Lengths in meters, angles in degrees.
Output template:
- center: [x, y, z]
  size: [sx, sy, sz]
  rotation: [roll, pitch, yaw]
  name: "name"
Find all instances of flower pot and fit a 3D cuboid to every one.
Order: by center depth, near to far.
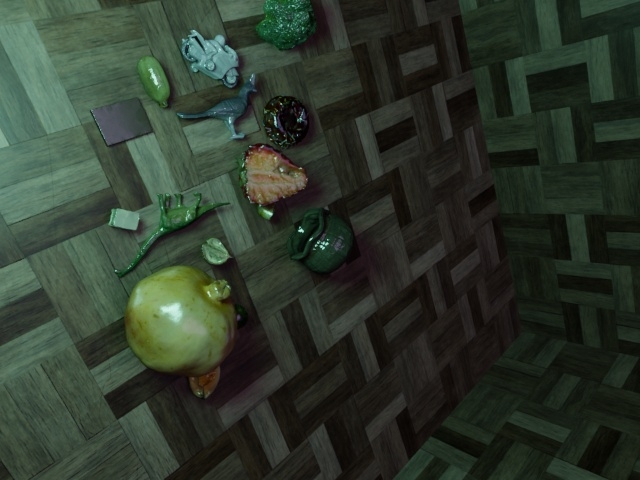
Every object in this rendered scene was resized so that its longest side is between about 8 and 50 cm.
- center: [0.000, 0.000, 2.056]
  size: [0.213, 0.302, 0.301]
  rotation: [31, 74, -24]
  name: "flower pot"

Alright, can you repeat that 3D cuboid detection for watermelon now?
- center: [-0.345, 0.324, 1.929]
  size: [0.105, 0.062, 0.105]
  rotation: [0, 90, -43]
  name: "watermelon"

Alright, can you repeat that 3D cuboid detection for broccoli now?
- center: [-0.138, -0.951, 1.912]
  size: [0.254, 0.269, 0.269]
  rotation: [4, 91, -44]
  name: "broccoli"

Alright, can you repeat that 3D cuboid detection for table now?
- center: [-0.688, -0.073, 1.604]
  size: [0.079, 0.083, 0.062]
  rotation: [15, 83, -38]
  name: "table"

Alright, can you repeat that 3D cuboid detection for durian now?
- center: [-0.419, 0.051, 1.842]
  size: [0.140, 0.071, 0.110]
  rotation: [22, 74, -25]
  name: "durian"

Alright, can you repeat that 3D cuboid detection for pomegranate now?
- center: [-0.475, 0.270, 1.616]
  size: [0.412, 0.411, 0.411]
  rotation: [-4, 96, -39]
  name: "pomegranate"

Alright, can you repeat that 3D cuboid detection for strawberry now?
- center: [-0.220, -0.282, 1.916]
  size: [0.280, 0.150, 0.253]
  rotation: [-22, 98, -22]
  name: "strawberry"

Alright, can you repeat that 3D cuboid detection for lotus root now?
- center: [-0.591, -0.564, 1.643]
  size: [0.077, 0.090, 0.183]
  rotation: [-51, 129, -57]
  name: "lotus root"

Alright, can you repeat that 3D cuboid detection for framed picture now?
- center: [-0.696, -0.418, 1.610]
  size: [0.168, 0.023, 0.127]
  rotation: [-31, 112, -33]
  name: "framed picture"

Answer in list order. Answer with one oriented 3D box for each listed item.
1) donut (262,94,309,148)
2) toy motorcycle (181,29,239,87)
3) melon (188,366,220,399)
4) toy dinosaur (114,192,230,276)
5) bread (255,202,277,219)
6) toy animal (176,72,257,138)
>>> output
- center: [-0.141, -0.523, 2.015]
  size: [0.235, 0.089, 0.235]
  rotation: [-3, 94, -41]
  name: "donut"
- center: [-0.409, -0.711, 1.765]
  size: [0.260, 0.110, 0.170]
  rotation: [24, 81, -47]
  name: "toy motorcycle"
- center: [-0.467, 0.543, 1.845]
  size: [0.128, 0.079, 0.160]
  rotation: [-11, 100, -57]
  name: "melon"
- center: [-0.541, -0.029, 1.729]
  size: [0.447, 0.087, 0.300]
  rotation: [-4, 95, -32]
  name: "toy dinosaur"
- center: [-0.232, -0.157, 1.970]
  size: [0.094, 0.083, 0.157]
  rotation: [1, 68, -21]
  name: "bread"
- center: [-0.370, -0.498, 1.838]
  size: [0.367, 0.081, 0.205]
  rotation: [-37, 120, -23]
  name: "toy animal"
